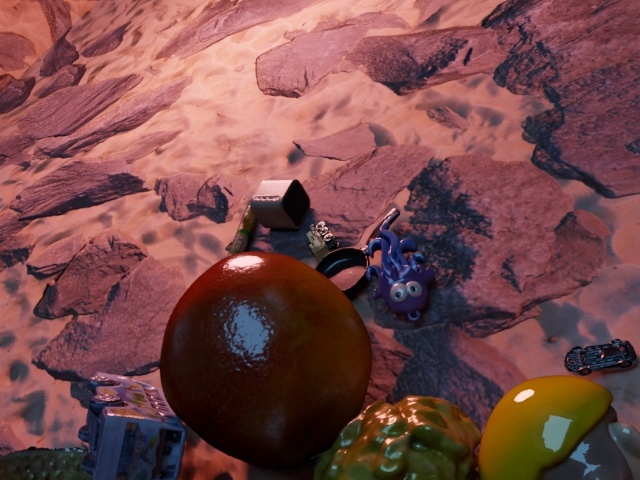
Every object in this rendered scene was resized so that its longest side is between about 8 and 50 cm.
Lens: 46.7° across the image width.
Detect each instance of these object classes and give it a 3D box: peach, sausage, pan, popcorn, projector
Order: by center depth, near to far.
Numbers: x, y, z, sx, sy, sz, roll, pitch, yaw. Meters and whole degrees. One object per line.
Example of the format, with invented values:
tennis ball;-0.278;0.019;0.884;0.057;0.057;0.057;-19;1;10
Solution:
popcorn;0.084;0.290;0.908;0.233;0.192;0.266;-61;0;-9
peach;-0.078;0.178;1.083;0.307;0.308;0.332;-31;44;3
pan;0.072;0.026;1.328;0.212;0.040;0.115;-45;39;-7
projector;-0.081;-0.074;1.502;0.082;0.083;0.083;2;50;35
sausage;-0.164;0.007;1.516;0.032;0.033;0.269;-9;45;27

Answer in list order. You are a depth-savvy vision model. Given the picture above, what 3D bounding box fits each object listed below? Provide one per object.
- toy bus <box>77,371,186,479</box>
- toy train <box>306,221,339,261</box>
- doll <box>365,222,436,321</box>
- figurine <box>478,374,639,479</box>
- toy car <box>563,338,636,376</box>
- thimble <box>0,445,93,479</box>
toy bus;-0.298;0.283;1.147;0.329;0.135;0.109;-177;96;-71
toy train;0.000;0.000;1.411;0.053;0.033;0.083;-36;39;2
doll;0.129;0.051;1.239;0.109;0.067;0.206;-19;51;1
figurine;0.325;0.268;0.767;0.187;0.215;0.343;-26;29;-36
toy car;0.375;0.160;0.996;0.093;0.025;0.041;-14;41;17
thimble;-0.399;0.405;1.057;0.270;0.270;0.150;3;92;37
